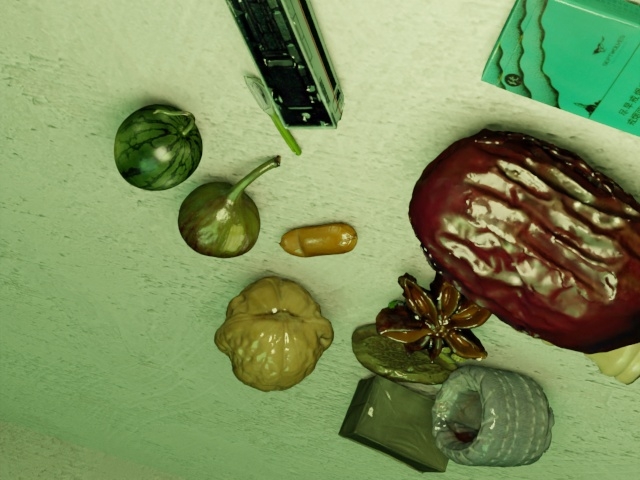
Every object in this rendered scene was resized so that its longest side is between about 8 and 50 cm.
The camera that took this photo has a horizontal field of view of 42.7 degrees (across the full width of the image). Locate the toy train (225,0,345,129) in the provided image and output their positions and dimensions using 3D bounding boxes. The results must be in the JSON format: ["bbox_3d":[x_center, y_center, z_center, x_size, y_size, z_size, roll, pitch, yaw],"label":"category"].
[{"bbox_3d":[-0.062,-0.307,1.011,0.086,0.088,0.407,4,145,24],"label":"toy train"}]

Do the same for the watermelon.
[{"bbox_3d":[-0.251,-0.154,1.316,0.141,0.140,0.187,39,141,-27],"label":"watermelon"}]

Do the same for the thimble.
[{"bbox_3d":[0.351,0.371,1.685,0.172,0.205,0.236,13,136,-21],"label":"thimble"}]

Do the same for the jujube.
[{"bbox_3d":[0.304,0.001,1.130,0.377,0.258,0.258,38,147,-3],"label":"jujube"}]

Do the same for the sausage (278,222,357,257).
[{"bbox_3d":[0.000,0.000,1.485,0.183,0.054,0.062,-9,105,43],"label":"sausage"}]

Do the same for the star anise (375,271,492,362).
[{"bbox_3d":[0.210,0.137,1.480,0.220,0.190,0.126,32,-172,-19],"label":"star anise"}]

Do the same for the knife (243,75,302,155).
[{"bbox_3d":[-0.070,-0.192,1.260,0.022,0.026,0.184,49,175,44],"label":"knife"}]

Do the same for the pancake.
[{"bbox_3d":[0.178,0.253,1.787,0.250,0.031,0.250,17,150,10],"label":"pancake"}]

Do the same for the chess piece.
[{"bbox_3d":[0.403,0.118,1.374,0.307,0.124,0.139,23,154,6],"label":"chess piece"}]

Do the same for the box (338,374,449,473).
[{"bbox_3d":[0.188,0.430,1.920,0.231,0.155,0.149,26,160,-5],"label":"box"}]

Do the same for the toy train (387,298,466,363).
[{"bbox_3d":[0.215,0.182,1.631,0.202,0.060,0.081,35,154,-21],"label":"toy train"}]

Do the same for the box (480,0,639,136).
[{"bbox_3d":[0.322,-0.214,0.966,0.226,0.042,0.161,20,148,3],"label":"box"}]

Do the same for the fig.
[{"bbox_3d":[-0.148,-0.065,1.415,0.149,0.149,0.245,30,135,-14],"label":"fig"}]

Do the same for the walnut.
[{"bbox_3d":[-0.095,0.196,1.685,0.257,0.224,0.257,-2,155,-1],"label":"walnut"}]
